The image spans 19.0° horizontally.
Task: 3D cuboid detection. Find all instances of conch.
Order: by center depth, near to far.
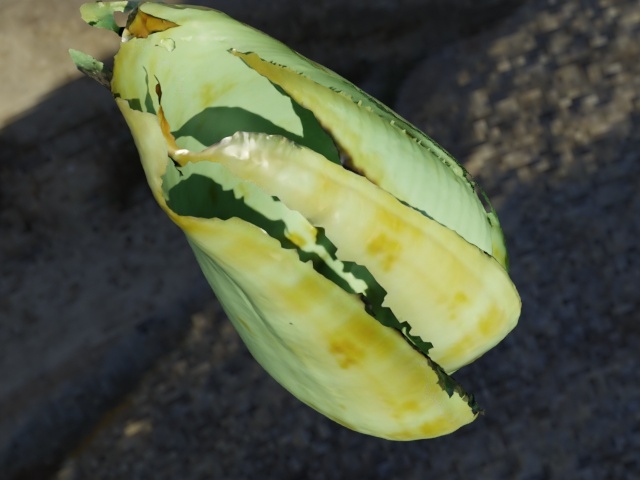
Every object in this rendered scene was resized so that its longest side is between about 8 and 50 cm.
[{"bbox_3d":[0.000,0.000,0.505,0.079,0.170,0.106,-45,53,5],"label":"conch"}]
